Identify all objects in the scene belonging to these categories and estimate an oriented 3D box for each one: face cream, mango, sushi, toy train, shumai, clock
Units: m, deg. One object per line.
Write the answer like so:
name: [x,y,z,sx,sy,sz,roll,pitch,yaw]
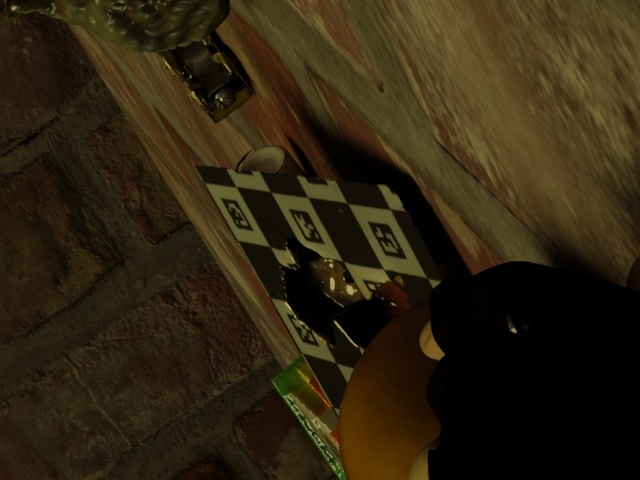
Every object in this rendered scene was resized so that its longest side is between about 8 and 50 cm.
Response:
face cream: [0.000,0.000,1.898,0.243,0.058,0.092,52,175,-39]
mango: [0.096,0.112,1.069,0.254,0.176,0.139,-72,-18,-68]
sushi: [0.073,0.077,1.603,0.343,0.064,0.359,10,133,60]
toy train: [-0.138,-0.196,1.875,0.202,0.060,0.081,52,180,24]
shumai: [-0.205,-0.228,1.500,0.225,0.222,0.260,47,174,40]
clock: [0.078,0.270,2.520,0.220,0.106,0.255,57,169,-29]

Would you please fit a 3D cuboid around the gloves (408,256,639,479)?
gloves: [0.124,0.089,0.838,0.152,0.197,0.301,58,164,-18]
